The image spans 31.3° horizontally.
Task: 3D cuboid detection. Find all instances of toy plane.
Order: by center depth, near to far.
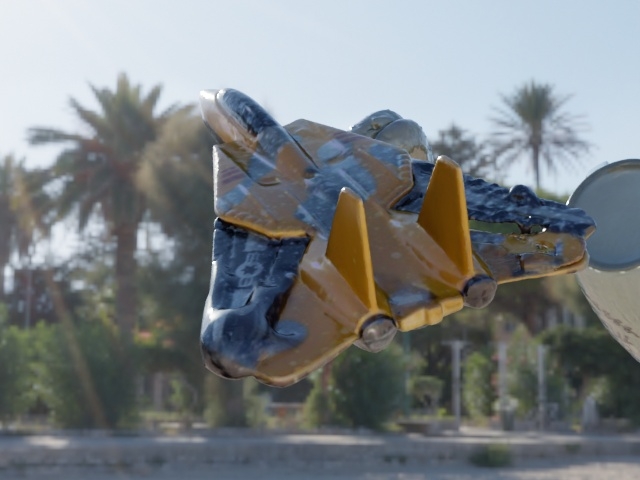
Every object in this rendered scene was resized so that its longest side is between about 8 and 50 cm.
[{"bbox_3d":[-0.012,-0.022,0.646,0.204,0.103,0.316,-19,23,-18],"label":"toy plane"}]

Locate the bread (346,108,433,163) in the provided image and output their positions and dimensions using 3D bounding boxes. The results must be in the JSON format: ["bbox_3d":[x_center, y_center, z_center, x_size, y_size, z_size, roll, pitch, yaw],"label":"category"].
[{"bbox_3d":[0.005,0.003,1.291,0.102,0.337,0.183,31,7,21],"label":"bread"}]

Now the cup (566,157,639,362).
[{"bbox_3d":[0.351,-0.004,1.243,0.186,0.258,0.234,-38,-43,14],"label":"cup"}]
